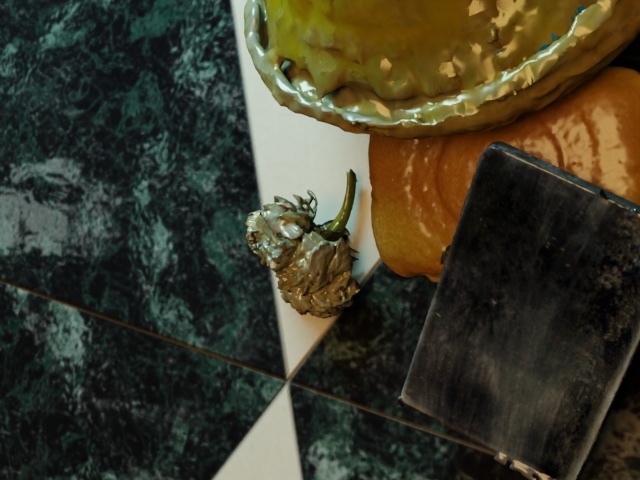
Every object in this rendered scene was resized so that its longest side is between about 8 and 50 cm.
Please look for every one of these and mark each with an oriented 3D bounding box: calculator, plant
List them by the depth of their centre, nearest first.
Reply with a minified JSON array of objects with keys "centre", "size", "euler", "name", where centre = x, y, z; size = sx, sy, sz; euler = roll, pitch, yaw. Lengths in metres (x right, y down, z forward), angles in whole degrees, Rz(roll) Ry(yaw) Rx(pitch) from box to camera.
[{"centre":[0.157,0.060,1.043],"size":[0.161,0.021,0.261],"euler":[28,127,16],"name":"calculator"},{"centre":[0.000,0.000,1.220],"size":[0.122,0.104,0.116],"euler":[-42,101,-11],"name":"plant"}]

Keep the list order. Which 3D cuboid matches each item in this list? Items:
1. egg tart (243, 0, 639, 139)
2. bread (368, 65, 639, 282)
[{"centre":[0.090,-0.255,1.067],"size":[0.388,0.169,0.388],"euler":[-17,54,25],"name":"egg tart"},{"centre":[0.155,-0.050,1.084],"size":[0.245,0.121,0.174],"euler":[3,85,29],"name":"bread"}]
